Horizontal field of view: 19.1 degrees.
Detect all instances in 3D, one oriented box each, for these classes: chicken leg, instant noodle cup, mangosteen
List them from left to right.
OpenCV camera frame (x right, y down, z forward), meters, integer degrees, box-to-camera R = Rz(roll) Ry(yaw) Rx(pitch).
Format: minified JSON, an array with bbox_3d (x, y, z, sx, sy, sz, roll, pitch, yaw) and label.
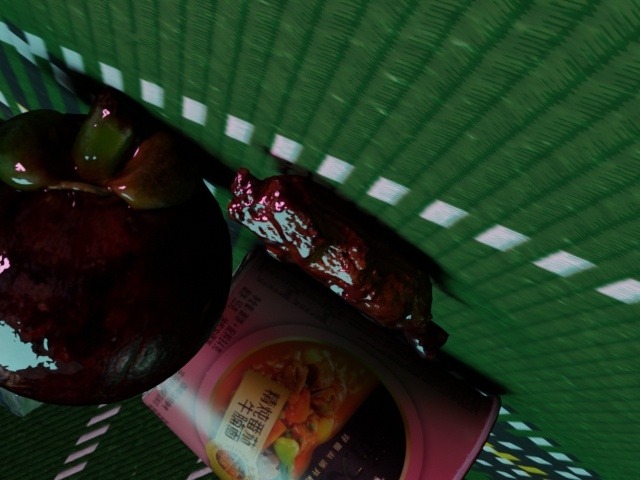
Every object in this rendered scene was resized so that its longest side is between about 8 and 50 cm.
[{"bbox_3d":[-0.156,0.003,1.295,0.216,0.216,0.216,31,173,4],"label":"mangosteen"},{"bbox_3d":[-0.011,0.149,1.628,0.255,0.244,0.244,38,173,-3],"label":"instant noodle cup"},{"bbox_3d":[0.023,0.016,1.157,0.219,0.048,0.089,36,175,-34],"label":"chicken leg"}]

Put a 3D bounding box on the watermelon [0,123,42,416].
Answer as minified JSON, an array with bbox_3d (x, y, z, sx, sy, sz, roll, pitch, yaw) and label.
[{"bbox_3d":[-0.234,0.037,1.868,0.292,0.283,0.250,6,-166,-11],"label":"watermelon"}]
